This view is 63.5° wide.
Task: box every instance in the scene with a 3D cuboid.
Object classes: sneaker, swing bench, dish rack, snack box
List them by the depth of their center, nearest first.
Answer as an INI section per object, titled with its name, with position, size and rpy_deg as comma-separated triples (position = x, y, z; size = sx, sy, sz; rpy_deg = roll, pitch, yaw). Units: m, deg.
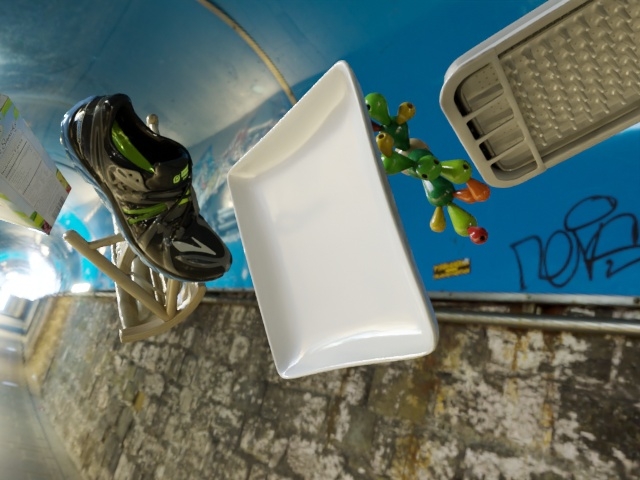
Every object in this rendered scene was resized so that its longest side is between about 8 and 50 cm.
[sneaker]
position = -0.135, -0.037, 0.436
size = 0.078, 0.067, 0.188
rpy_deg = -17, -62, 32
[snack box]
position = -0.352, -0.086, 0.481
size = 0.174, 0.070, 0.207
rpy_deg = 19, -17, -8
[dish rack]
position = 0.351, -0.235, 0.740
size = 0.332, 0.072, 0.285
rpy_deg = -28, -41, 21
[swing bench]
position = -0.292, -0.020, 0.844
size = 0.165, 0.253, 0.255
rpy_deg = -17, -42, -14

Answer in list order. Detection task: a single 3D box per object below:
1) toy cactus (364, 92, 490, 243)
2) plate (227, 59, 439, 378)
[toy cactus]
position = 0.120, -0.091, 0.660
size = 0.219, 0.112, 0.180
rpy_deg = 39, 14, -11
[plate]
position = 0.000, 0.000, 0.565
size = 0.045, 0.278, 0.277
rpy_deg = -9, -12, -37
